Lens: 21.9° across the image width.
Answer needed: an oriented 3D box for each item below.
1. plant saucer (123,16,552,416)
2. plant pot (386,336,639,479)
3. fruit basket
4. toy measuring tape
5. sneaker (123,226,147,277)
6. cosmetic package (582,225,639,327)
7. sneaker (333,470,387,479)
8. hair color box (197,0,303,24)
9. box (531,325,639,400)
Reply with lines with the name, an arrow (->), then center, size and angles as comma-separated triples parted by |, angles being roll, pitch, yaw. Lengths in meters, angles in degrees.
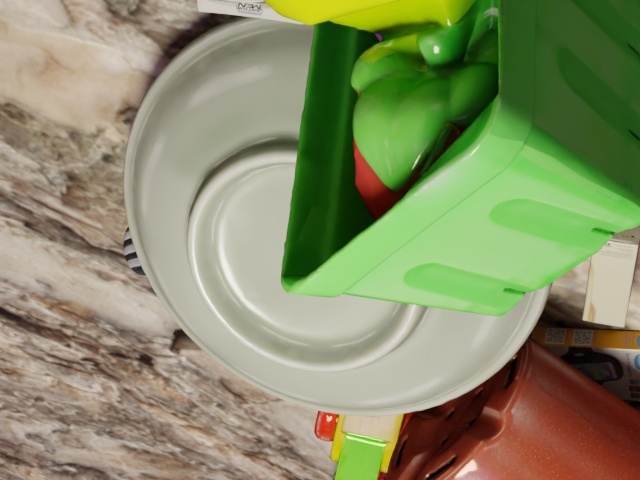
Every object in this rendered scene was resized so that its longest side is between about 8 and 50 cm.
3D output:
plant saucer -> 0.000, 0.000, 1.429 | 0.400, 0.100, 0.400 | 8, 119, 15
plant pot -> 0.224, 0.242, 1.585 | 0.265, 0.272, 0.272 | 39, 135, -13
fruit basket -> 0.048, -0.171, 1.128 | 0.392, 0.392, 0.283 | 33, 137, -18
toy measuring tape -> 0.064, 0.127, 1.684 | 0.121, 0.121, 0.330 | 14, 117, 4
sneaker -> -0.073, -0.009, 1.596 | 0.223, 0.083, 0.098 | -7, 173, 10
cosmetic package -> 0.265, 0.019, 1.500 | 0.041, 0.060, 0.115 | 10, 137, 10
sneaker -> 0.118, 0.274, 1.801 | 0.262, 0.104, 0.125 | -25, 126, 38
hair color box -> -0.054, -0.255, 1.311 | 0.093, 0.053, 0.167 | 8, 137, 9
box -> 0.279, 0.123, 1.634 | 0.136, 0.028, 0.081 | 3, 137, 19
